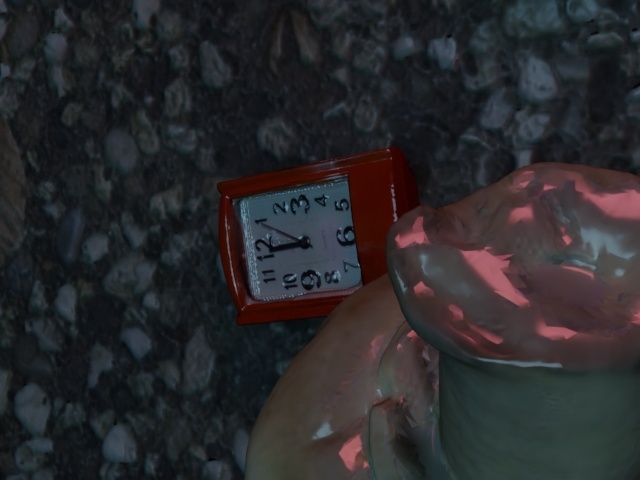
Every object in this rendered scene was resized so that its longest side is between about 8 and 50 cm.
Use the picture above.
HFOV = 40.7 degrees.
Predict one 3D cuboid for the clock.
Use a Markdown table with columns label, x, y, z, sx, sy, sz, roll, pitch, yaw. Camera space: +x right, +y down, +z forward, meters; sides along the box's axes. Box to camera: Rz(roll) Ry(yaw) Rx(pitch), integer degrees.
| label | x | y | z | sx | sy | sz | roll | pitch | yaw |
| --- | --- | --- | --- | --- | --- | --- | --- | --- | --- |
| clock | 0.000 | 0.000 | 0.639 | 0.155 | 0.061 | 0.113 | -8 | 90 | 27 |

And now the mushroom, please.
| label | x | y | z | sx | sy | sz | roll | pitch | yaw |
| --- | --- | --- | --- | --- | --- | --- | --- | --- | --- |
| mushroom | 0.106 | 0.114 | 0.435 | 0.315 | 0.336 | 0.314 | -4 | 54 | 6 |
